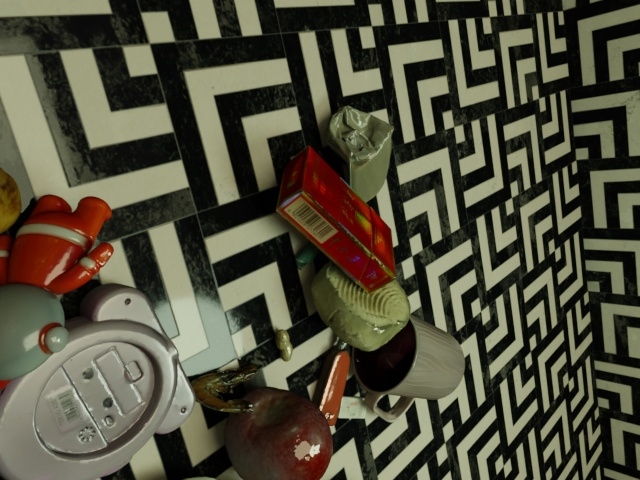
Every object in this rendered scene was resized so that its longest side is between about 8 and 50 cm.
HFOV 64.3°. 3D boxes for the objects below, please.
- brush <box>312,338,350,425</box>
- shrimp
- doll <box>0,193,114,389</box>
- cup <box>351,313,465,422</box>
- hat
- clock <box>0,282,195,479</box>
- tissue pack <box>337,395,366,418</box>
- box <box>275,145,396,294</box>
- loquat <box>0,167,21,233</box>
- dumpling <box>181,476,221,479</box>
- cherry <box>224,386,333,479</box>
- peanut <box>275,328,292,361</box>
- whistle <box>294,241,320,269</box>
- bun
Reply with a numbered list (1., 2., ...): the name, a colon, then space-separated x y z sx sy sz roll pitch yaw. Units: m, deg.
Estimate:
1. brush: 0.028 0.362 1.300 0.070 0.051 0.324 25 78 -34
2. shrimp: -0.167 0.305 1.045 0.195 0.147 0.035 -7 105 -45
3. doll: -0.421 0.078 0.750 0.105 0.199 0.337 80 16 -56
4. cup: 0.238 0.348 1.380 0.273 0.208 0.289 25 66 -43
5. hat: 0.081 -0.209 1.312 0.214 0.149 0.245 -36 152 -45
6. clock: -0.394 0.259 0.853 0.322 0.113 0.296 -34 114 -35
7. tissue pack: 0.082 0.448 1.367 0.108 0.023 0.056 21 77 -42
8. box: 0.044 -0.046 1.167 0.313 0.089 0.198 43 27 -25
9. loquat: -0.511 -0.065 0.735 0.137 0.113 0.138 0 90 -18
10. dumpling: -0.275 0.578 0.924 0.318 0.187 0.243 -18 103 -45
11. cherry: -0.089 0.436 1.072 0.206 0.239 0.240 -41 120 -56
12. peanut: -0.084 0.246 1.194 0.037 0.037 0.084 -29 109 -39
13. whistle: 0.000 0.000 1.261 0.186 0.039 0.039 -47 122 -30
14. bun: 0.086 0.158 1.248 0.259 0.259 0.152 -4 137 -43
